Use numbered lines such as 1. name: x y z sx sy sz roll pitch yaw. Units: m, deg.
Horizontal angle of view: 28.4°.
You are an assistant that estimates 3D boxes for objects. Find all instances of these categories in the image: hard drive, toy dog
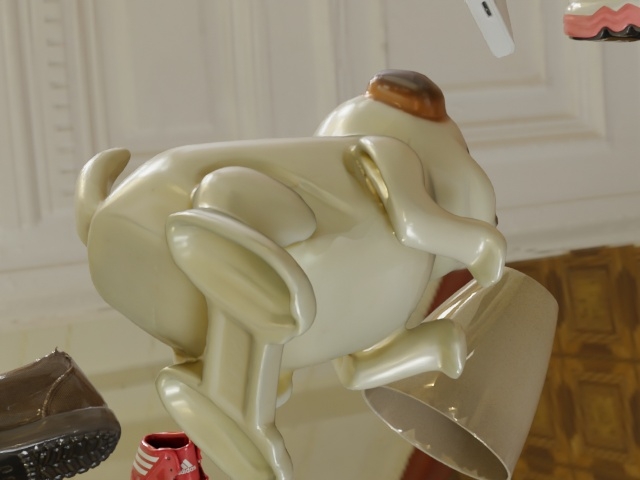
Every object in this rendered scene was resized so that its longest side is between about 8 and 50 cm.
1. hard drive: 0.230 -0.455 1.941 0.203 0.040 0.308 51 -153 -47
2. toy dog: 0.000 0.000 1.252 0.395 0.408 0.285 27 131 36

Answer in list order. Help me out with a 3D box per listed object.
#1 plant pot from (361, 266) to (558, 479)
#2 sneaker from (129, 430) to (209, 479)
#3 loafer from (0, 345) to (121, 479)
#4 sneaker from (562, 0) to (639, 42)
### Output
1. plant pot: 0.242 0.184 1.924 0.256 0.274 0.256 31 160 12
2. sneaker: -0.139 0.293 1.373 0.221 0.087 0.128 33 131 32
3. loafer: -0.389 0.196 1.255 0.134 0.366 0.130 112 142 -50
4. sneaker: 0.330 -0.247 1.019 0.313 0.116 0.136 -6 93 37
